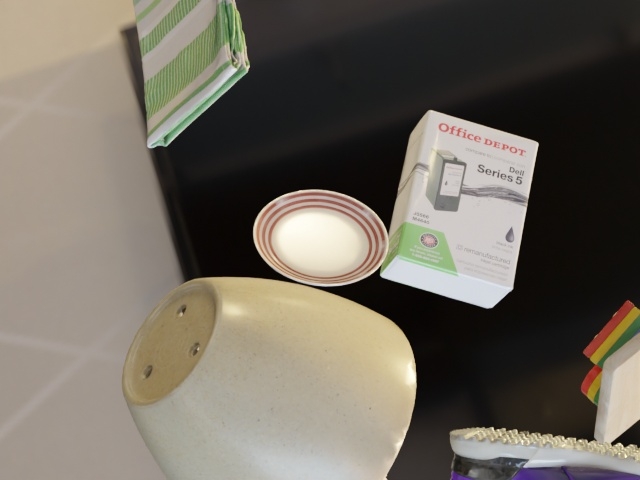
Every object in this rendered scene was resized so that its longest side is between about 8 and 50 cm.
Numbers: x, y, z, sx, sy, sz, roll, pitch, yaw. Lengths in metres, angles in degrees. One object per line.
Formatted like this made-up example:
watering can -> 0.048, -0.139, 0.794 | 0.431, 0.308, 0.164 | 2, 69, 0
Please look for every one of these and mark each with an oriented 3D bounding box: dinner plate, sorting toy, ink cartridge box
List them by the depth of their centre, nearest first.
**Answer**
dinner plate -> 0.000, 0.000, 1.532 | 0.141, 0.141, 0.017 | -103, -165, -45
sorting toy -> 0.522, 0.171, 2.368 | 0.089, 0.255, 0.257 | 44, -20, 29
ink cartridge box -> 0.229, -0.053, 2.422 | 0.115, 0.198, 0.273 | 123, -19, -67

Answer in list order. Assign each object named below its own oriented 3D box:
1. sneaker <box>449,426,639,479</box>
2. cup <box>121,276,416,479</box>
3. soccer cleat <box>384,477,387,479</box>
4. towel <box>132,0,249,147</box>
sneaker -> 0.270, 0.280, 1.503 | 0.102, 0.293, 0.146 | 5, 91, -69
cup -> -0.090, 0.173, 1.722 | 0.237, 0.331, 0.331 | 36, 24, -30
soccer cleat -> 0.110, 0.429, 2.229 | 0.076, 0.068, 0.196 | -5, 48, -52
towel -> -0.206, -0.326, 2.207 | 0.038, 0.248, 0.325 | 12, 55, -37
